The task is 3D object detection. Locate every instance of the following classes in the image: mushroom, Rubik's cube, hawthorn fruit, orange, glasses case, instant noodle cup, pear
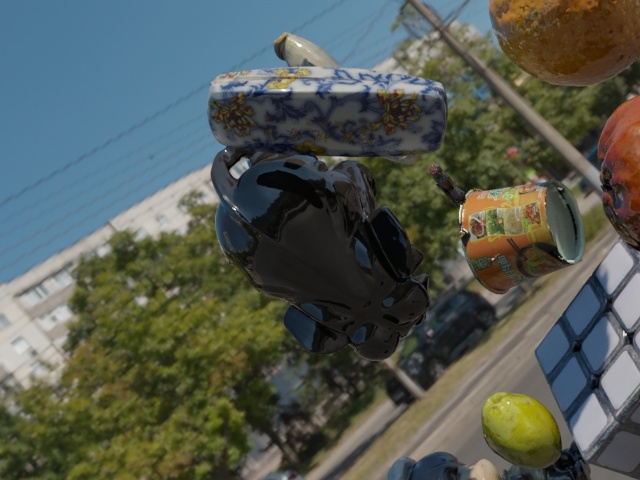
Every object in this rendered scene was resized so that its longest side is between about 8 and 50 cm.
[{"bbox_3d":[0.053,-0.268,1.671,0.097,0.351,0.109,-48,-3,14],"label":"mushroom"},{"bbox_3d":[0.605,0.221,1.544,0.301,0.305,0.303,-96,30,-59],"label":"Rubik's cube"},{"bbox_3d":[0.494,-0.084,1.145,0.261,0.224,0.224,-1,8,19],"label":"hawthorn fruit"},{"bbox_3d":[0.480,-0.464,1.708,0.293,0.340,0.341,-3,22,39],"label":"orange"},{"bbox_3d":[0.007,-0.132,0.920,0.065,0.248,0.086,-78,-13,-48],"label":"glasses case"},{"bbox_3d":[0.417,-0.016,1.810,0.182,0.230,0.230,-15,12,37],"label":"instant noodle cup"},{"bbox_3d":[0.295,0.281,1.312,0.107,0.131,0.107,-42,14,13],"label":"pear"}]

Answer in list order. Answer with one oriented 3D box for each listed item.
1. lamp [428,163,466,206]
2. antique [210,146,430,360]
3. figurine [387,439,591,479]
[{"bbox_3d":[0.226,-0.104,1.615,0.031,0.083,0.063,-40,25,-3],"label":"lamp"},{"bbox_3d":[0.000,0.000,1.073,0.185,0.322,0.255,-52,17,14],"label":"antique"},{"bbox_3d":[0.327,0.477,1.720,0.365,0.206,0.218,-34,29,23],"label":"figurine"}]
